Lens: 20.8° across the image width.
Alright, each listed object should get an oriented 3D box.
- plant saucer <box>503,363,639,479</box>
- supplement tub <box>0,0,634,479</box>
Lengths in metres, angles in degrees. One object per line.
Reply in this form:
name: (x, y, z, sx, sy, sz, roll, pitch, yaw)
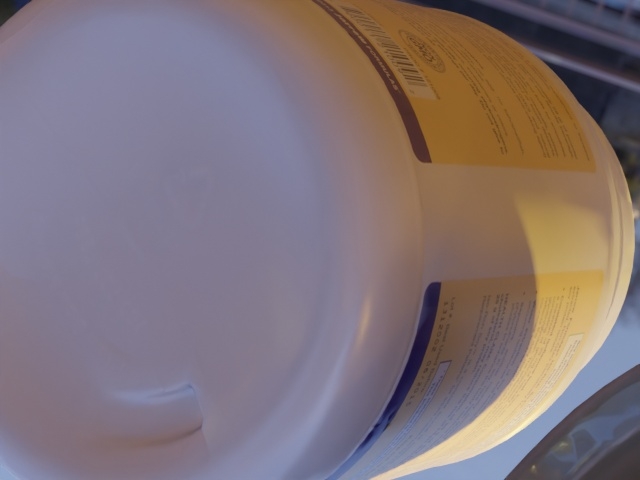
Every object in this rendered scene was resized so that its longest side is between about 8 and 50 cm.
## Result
plant saucer: (0.126, 0.145, 0.629, 0.100, 0.400, 0.400, 39, -179, -12)
supplement tub: (0.000, 0.000, 0.833, 0.241, 0.241, 0.331, 22, -169, 27)
